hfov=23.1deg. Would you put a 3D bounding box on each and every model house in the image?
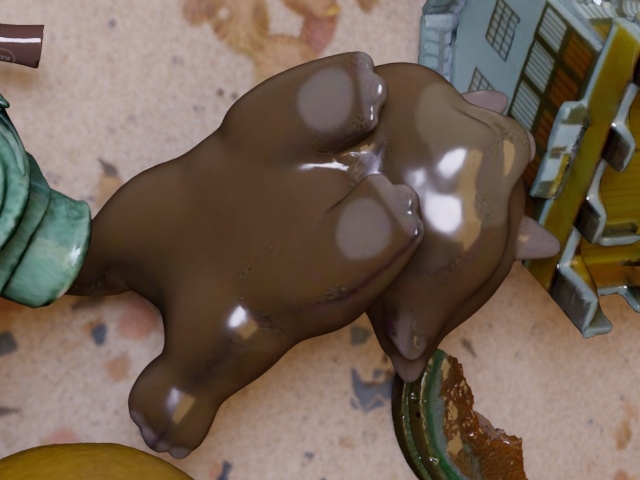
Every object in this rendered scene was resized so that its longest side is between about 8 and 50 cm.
[{"bbox_3d":[0.203,-0.085,0.940,0.224,0.215,0.198,-6,133,-26],"label":"model house"}]

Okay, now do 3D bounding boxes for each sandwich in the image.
[{"bbox_3d":[0.091,0.131,0.991,0.135,0.029,0.067,47,72,-21],"label":"sandwich"}]

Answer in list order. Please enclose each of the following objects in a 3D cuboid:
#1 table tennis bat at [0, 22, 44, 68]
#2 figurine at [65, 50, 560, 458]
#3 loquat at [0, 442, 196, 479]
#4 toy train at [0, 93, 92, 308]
[{"bbox_3d":[-0.232,-0.136,0.832,0.169,0.119,0.107,7,123,-12],"label":"table tennis bat"},{"bbox_3d":[0.005,0.001,0.860,0.247,0.177,0.173,-45,155,16],"label":"figurine"},{"bbox_3d":[-0.119,0.205,0.786,0.208,0.208,0.208,-1,92,-27],"label":"loquat"},{"bbox_3d":[-0.309,-0.021,0.697,0.397,0.160,0.253,26,99,-25],"label":"toy train"}]
